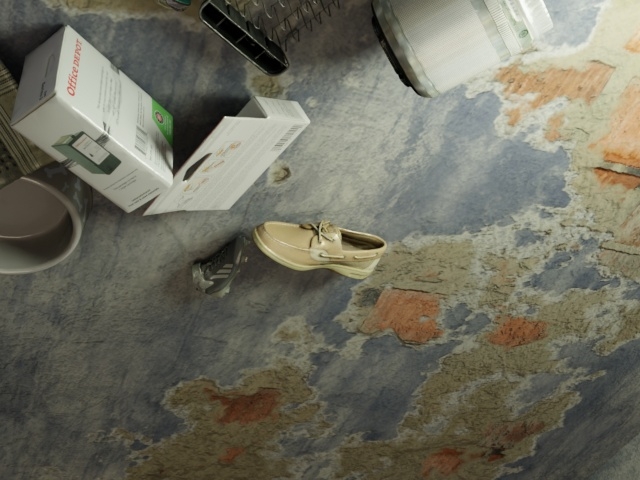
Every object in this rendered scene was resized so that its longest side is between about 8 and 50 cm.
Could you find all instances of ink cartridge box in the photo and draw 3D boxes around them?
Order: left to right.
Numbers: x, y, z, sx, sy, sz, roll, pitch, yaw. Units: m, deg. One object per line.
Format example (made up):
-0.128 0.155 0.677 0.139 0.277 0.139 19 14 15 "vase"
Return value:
-0.413 -0.223 1.630 0.121 0.211 0.289 -29 133 22 "ink cartridge box"
-0.199 -0.167 1.752 0.296 0.066 0.261 -44 159 30 "ink cartridge box"

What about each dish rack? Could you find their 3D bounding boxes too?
-0.061 -0.443 1.564 0.271 0.074 0.208 -35 133 24 "dish rack"

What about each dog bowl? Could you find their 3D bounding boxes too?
-0.655 -0.062 1.836 0.349 0.102 0.348 -6 138 -5 "dog bowl"

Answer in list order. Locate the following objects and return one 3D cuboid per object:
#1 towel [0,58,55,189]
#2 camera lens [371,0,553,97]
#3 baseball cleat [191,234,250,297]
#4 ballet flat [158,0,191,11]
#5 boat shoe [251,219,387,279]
-0.680 -0.226 1.621 0.312 0.056 0.324 -24 111 11 "towel"
0.244 -0.400 1.562 0.274 0.219 0.219 -26 135 17 "camera lens"
-0.243 0.061 2.074 0.109 0.072 0.206 14 129 -16 "baseball cleat"
-0.286 -0.436 1.553 0.114 0.041 0.041 23 128 -30 "ballet flat"
0.000 0.000 2.031 0.341 0.121 0.110 11 130 -36 "boat shoe"
